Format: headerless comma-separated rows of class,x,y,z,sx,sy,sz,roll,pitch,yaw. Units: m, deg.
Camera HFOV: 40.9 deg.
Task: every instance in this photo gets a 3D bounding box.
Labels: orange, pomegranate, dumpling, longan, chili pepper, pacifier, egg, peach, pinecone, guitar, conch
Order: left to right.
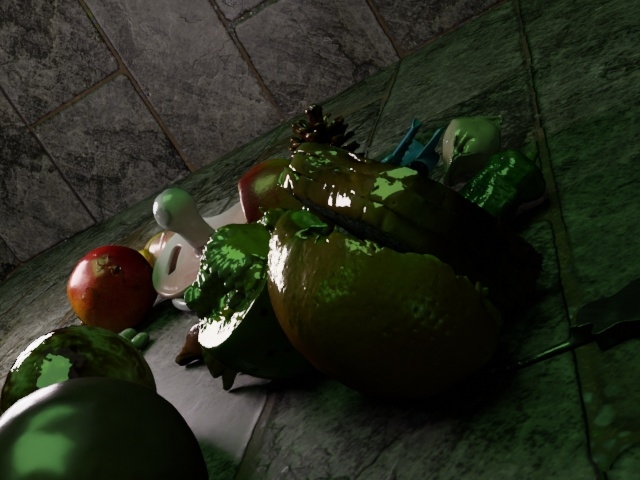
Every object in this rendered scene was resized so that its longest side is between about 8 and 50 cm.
egg,-0.369,0.263,1.320,0.238,0.238,0.289,-31,34,3
longan,-0.261,0.300,0.964,0.297,0.297,0.297,-29,17,10
pomegranate,-0.487,0.124,2.011,0.210,0.210,0.235,-69,-3,-64
pacifier,-0.255,0.003,1.896,0.332,0.273,0.220,-19,6,27
conch,-0.180,0.171,1.528,0.232,0.086,0.080,-40,54,16
pomegranate,-0.089,0.103,1.315,0.341,0.260,0.260,-56,-2,40
peach,-0.072,-0.039,1.481,0.192,0.190,0.190,-51,15,6
pinecone,0.007,-0.221,2.076,0.168,0.212,0.185,-38,28,-17
orange,0.056,0.077,1.045,0.196,0.262,0.334,-47,30,-5
dumpling,0.279,-0.161,1.593,0.118,0.136,0.199,33,52,26
chili pepper,0.255,-0.052,1.342,0.270,0.099,0.136,-41,9,-14
guitar,0.290,0.103,0.961,0.233,0.025,0.088,-25,19,20

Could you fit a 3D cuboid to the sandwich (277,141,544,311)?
sandwich,0.109,-0.025,1.128,0.301,0.271,0.099,27,90,55

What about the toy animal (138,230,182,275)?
toy animal,-0.355,0.032,2.123,0.248,0.149,0.165,-5,39,43

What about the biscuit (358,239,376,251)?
biscuit,0.072,0.034,1.520,0.299,0.045,0.154,-27,16,16

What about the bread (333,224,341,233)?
bread,0.000,0.000,1.661,0.088,0.049,0.226,-28,4,-1

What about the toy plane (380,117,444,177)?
toy plane,0.130,-0.101,1.577,0.271,0.105,0.254,-43,-22,-27

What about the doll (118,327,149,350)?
doll,-0.428,0.237,1.812,0.115,0.078,0.150,26,37,26
